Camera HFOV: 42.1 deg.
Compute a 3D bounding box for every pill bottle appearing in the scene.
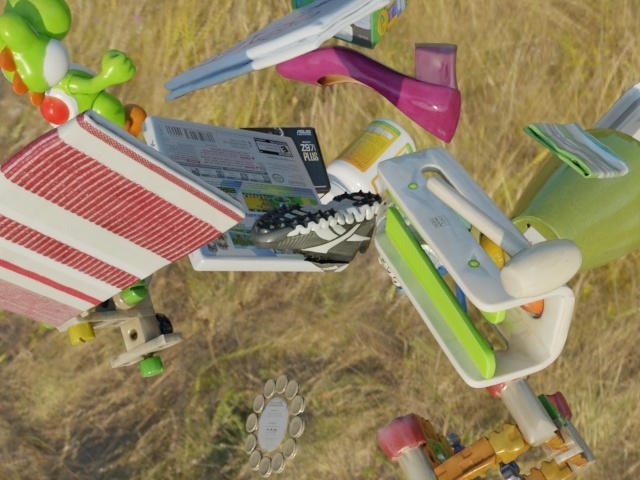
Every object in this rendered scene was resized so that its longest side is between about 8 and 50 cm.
[{"bbox_3d":[0.098,-0.159,1.919,0.136,0.136,0.246,29,63,32],"label":"pill bottle"}]

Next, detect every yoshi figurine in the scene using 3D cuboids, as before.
[{"bbox_3d":[-0.456,-0.321,1.501,0.203,0.362,0.203,-33,60,2],"label":"yoshi figurine"}]

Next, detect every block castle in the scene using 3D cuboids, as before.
[{"bbox_3d":[0.315,0.370,1.571,0.303,0.453,0.213,-36,57,11],"label":"block castle"}]

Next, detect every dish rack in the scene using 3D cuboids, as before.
[{"bbox_3d":[0.788,-0.287,2.022,0.285,0.333,0.072,-17,70,-24],"label":"dish rack"}]

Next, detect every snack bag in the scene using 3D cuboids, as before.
[{"bbox_3d":[-0.018,-0.305,1.176,0.323,0.037,0.342,-9,25,45],"label":"snack bag"}]

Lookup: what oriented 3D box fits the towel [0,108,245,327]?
[{"bbox_3d":[-0.276,-0.011,0.901,0.329,0.237,0.037,-27,54,26],"label":"towel"}]

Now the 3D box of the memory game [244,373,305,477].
[{"bbox_3d":[-0.082,0.329,1.484,0.186,0.012,0.186,-35,44,43],"label":"memory game"}]

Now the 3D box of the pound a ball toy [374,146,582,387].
[{"bbox_3d":[0.180,0.001,0.909,0.135,0.208,0.319,-14,41,-16],"label":"pound a ball toy"}]

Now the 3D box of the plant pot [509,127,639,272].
[{"bbox_3d":[0.503,-0.046,1.655,0.275,0.275,0.293,30,44,32],"label":"plant pot"}]

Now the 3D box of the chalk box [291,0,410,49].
[{"bbox_3d":[0.056,-0.482,1.498,0.180,0.179,0.289,23,58,20],"label":"chalk box"}]

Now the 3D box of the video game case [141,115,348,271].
[{"bbox_3d":[-0.127,-0.077,1.456,0.036,0.329,0.300,-44,58,35],"label":"video game case"}]

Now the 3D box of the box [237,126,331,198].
[{"bbox_3d":[-0.085,-0.150,1.698,0.180,0.077,0.147,-4,71,-32],"label":"box"}]

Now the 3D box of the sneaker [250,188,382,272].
[{"bbox_3d":[0.000,0.000,1.136,0.078,0.106,0.234,17,22,39],"label":"sneaker"}]

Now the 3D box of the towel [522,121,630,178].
[{"bbox_3d":[0.342,-0.122,1.094,0.113,0.152,0.023,43,118,26],"label":"towel"}]

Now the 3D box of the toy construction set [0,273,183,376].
[{"bbox_3d":[-0.354,0.112,1.238,0.309,0.257,0.237,-19,86,4],"label":"toy construction set"}]

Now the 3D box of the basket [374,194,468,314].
[{"bbox_3d":[0.250,0.020,1.923,0.201,0.289,0.255,-34,26,24],"label":"basket"}]

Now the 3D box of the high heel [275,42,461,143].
[{"bbox_3d":[0.081,-0.277,1.587,0.377,0.127,0.181,4,95,28],"label":"high heel"}]
